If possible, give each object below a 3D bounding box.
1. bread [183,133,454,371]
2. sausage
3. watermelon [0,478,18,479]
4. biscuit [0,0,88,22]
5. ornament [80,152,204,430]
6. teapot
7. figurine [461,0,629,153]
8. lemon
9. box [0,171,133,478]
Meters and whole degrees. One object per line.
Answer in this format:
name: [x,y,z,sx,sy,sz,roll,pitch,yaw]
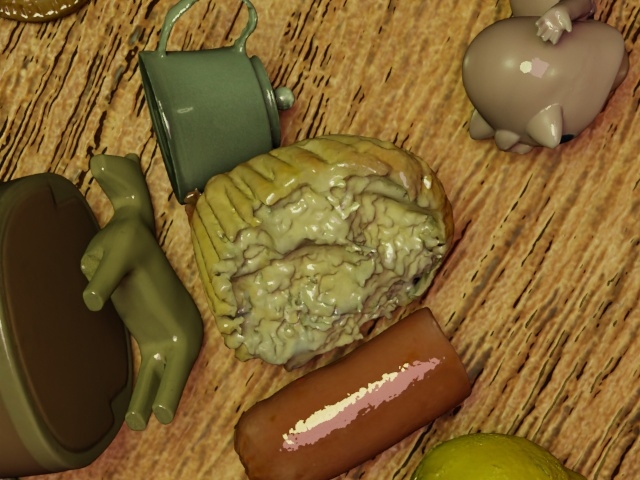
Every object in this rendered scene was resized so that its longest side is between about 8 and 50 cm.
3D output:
bread: [0.000,0.000,0.990,0.274,0.274,0.149,-32,52,-1]
sausage: [0.031,0.179,1.036,0.259,0.113,0.114,-30,91,-2]
watermelon: [-0.408,0.289,1.021,0.121,0.158,0.098,-28,94,27]
biscuit: [-0.315,-0.331,1.068,0.187,0.027,0.188,0,90,0]
ornament: [-0.190,0.033,1.008,0.061,0.245,0.230,-18,116,16]
teapot: [-0.098,-0.141,1.011,0.148,0.162,0.239,-15,120,-10]
figurine: [0.252,-0.227,1.009,0.186,0.176,0.288,11,85,-24]
lemon: [0.179,0.283,1.007,0.206,0.173,0.174,-11,90,-1]
box: [-0.333,0.089,0.946,0.216,0.301,0.301,-11,90,10]
